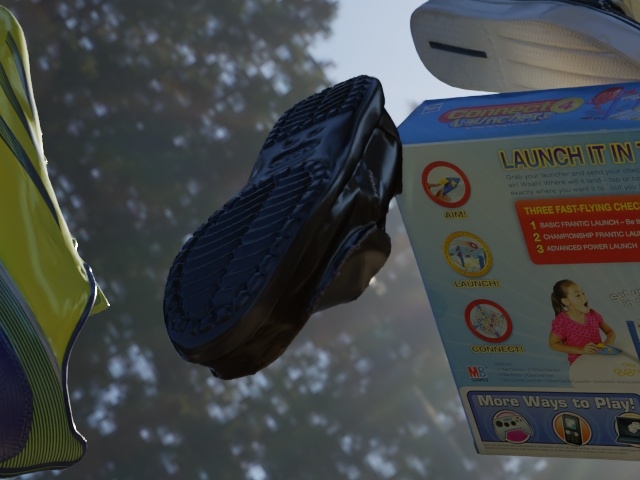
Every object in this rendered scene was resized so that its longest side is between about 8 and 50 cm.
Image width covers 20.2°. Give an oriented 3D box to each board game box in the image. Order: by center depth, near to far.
[{"bbox_3d":[0.234,0.030,1.417,0.086,0.308,0.302,-47,-54,-47],"label":"board game box"}]

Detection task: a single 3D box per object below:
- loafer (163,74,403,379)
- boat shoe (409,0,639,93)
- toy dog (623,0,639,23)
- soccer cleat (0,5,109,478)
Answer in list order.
[{"bbox_3d":[0.000,0.000,0.843,0.080,0.078,0.220,-20,23,33],"label":"loafer"},{"bbox_3d":[0.212,-0.176,1.534,0.119,0.335,0.121,-33,-56,-21],"label":"boat shoe"},{"bbox_3d":[0.396,-0.317,1.772,0.395,0.408,0.284,90,-156,-50],"label":"toy dog"},{"bbox_3d":[-0.175,-0.001,0.986,0.121,0.289,0.093,14,-36,-27],"label":"soccer cleat"}]
